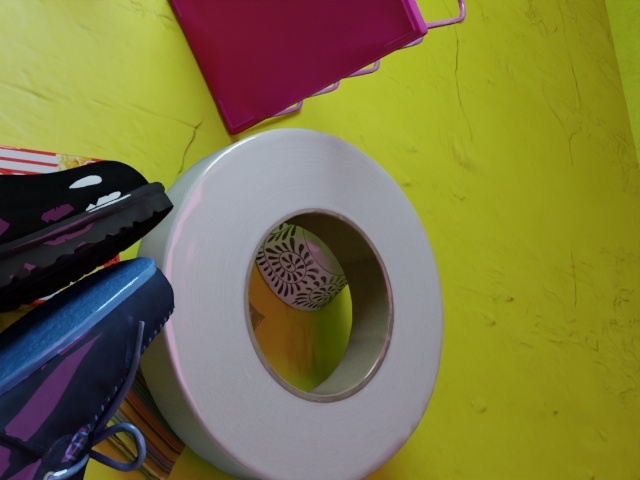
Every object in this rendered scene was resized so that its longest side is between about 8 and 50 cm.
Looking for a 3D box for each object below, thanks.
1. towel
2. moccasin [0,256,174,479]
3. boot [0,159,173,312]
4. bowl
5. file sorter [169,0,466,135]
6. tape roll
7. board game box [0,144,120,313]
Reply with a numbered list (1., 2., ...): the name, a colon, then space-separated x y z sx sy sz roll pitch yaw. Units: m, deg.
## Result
1. towel: -0.140 0.129 0.814 0.102 0.021 0.237 53 42 -21
2. moccasin: -0.217 0.150 0.523 0.342 0.137 0.117 -47 115 -33
3. boot: -0.301 -0.066 0.558 0.347 0.131 0.260 -22 87 -34
4. bowl: 0.000 0.000 0.986 0.170 0.080 0.170 23 59 -43
5. file sorter: 0.001 -0.289 0.948 0.182 0.290 0.202 -30 98 -53
6. tape roll: -0.017 0.073 0.850 0.392 0.072 0.392 10 75 -39
7. board game box: -0.276 -0.009 0.694 0.193 0.045 0.147 3 72 -48
